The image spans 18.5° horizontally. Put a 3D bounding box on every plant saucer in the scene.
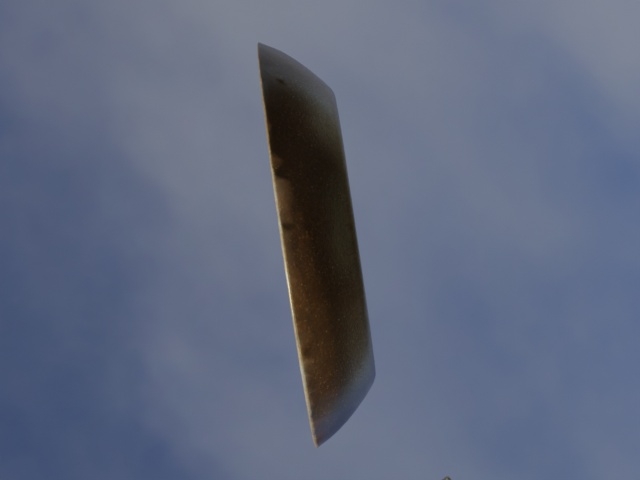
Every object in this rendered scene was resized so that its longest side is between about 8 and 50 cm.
[{"bbox_3d":[0.000,0.000,0.956,0.198,0.036,0.198,-9,-90,-89],"label":"plant saucer"}]

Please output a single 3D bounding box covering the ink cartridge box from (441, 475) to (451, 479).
[{"bbox_3d":[0.029,0.261,1.188,0.224,0.045,0.223,-42,-28,-4],"label":"ink cartridge box"}]
